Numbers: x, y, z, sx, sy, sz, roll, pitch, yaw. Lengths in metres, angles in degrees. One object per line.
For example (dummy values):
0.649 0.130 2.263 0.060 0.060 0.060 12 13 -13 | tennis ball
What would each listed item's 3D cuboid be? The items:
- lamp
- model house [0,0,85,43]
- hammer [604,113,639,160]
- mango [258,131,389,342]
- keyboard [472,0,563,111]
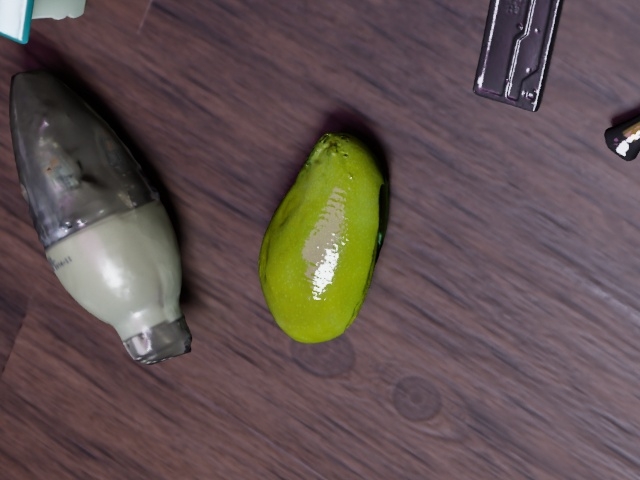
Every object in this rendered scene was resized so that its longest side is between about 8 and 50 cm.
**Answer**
-0.170 -0.019 1.510 0.101 0.101 0.250 -26 89 32 | lamp
-0.251 -0.212 1.442 0.127 0.149 0.100 21 115 19 | model house
0.270 -0.113 1.298 0.201 0.021 0.078 -31 94 31 | hammer
0.000 0.000 1.447 0.091 0.074 0.165 20 117 20 | mango
0.140 -0.164 1.348 0.053 0.010 0.155 20 118 19 | keyboard
